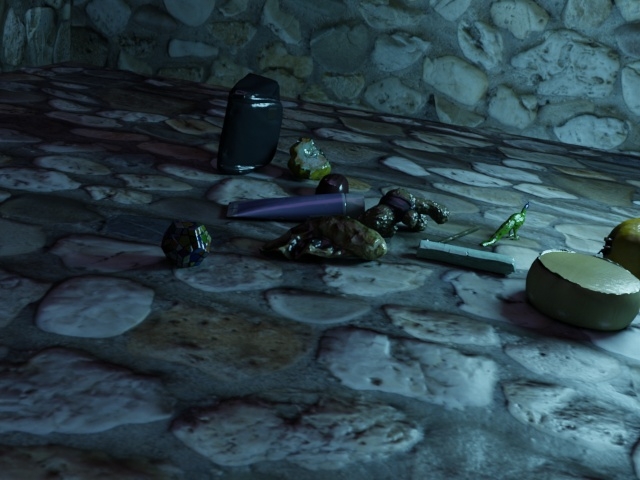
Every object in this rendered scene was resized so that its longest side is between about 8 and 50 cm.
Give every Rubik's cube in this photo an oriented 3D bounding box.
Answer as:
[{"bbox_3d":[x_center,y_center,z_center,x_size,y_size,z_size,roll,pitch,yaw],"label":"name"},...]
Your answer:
[{"bbox_3d":[-0.295,0.006,1.562,0.111,0.111,0.093,21,51,30],"label":"Rubik's cube"}]

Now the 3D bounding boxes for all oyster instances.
[{"bbox_3d":[0.002,-0.001,1.704,0.295,0.094,0.166,-7,33,-18],"label":"oyster"}]

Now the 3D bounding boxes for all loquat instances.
[{"bbox_3d":[0.813,0.032,1.772,0.234,0.176,0.187,1,19,11],"label":"loquat"}]

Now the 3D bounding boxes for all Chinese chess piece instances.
[{"bbox_3d":[0.592,0.108,1.600,0.250,0.103,0.249,8,21,-3],"label":"Chinese chess piece"}]

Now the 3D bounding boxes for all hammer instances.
[{"bbox_3d":[0.371,-0.010,1.940,0.058,0.029,0.292,24,24,32],"label":"hammer"}]

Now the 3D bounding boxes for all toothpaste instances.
[{"bbox_3d":[-0.067,-0.091,1.934,0.372,0.079,0.125,0,22,-5],"label":"toothpaste"}]

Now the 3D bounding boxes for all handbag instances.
[{"bbox_3d":[-0.216,-0.363,2.282,0.178,0.301,0.275,13,23,-5],"label":"handbag"}]

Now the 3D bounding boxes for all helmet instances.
[{"bbox_3d":[0.038,-0.165,2.157,0.098,0.070,0.123,16,21,19],"label":"helmet"}]

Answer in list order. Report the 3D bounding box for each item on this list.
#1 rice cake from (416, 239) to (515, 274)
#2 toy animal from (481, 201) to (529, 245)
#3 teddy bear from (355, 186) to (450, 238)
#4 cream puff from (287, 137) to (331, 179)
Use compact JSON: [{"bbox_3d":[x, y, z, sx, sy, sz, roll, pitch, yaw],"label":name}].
[{"bbox_3d":[0.363,0.042,1.771,0.245,0.042,0.045,11,32,11],"label":"rice cake"},{"bbox_3d":[0.525,-0.023,1.991,0.217,0.075,0.041,-38,39,-23],"label":"toy animal"},{"bbox_3d":[0.208,-0.075,1.903,0.251,0.129,0.182,-13,-8,-34],"label":"teddy bear"},{"bbox_3d":[-0.041,-0.252,2.310,0.121,0.156,0.156,-41,34,-5],"label":"cream puff"}]
